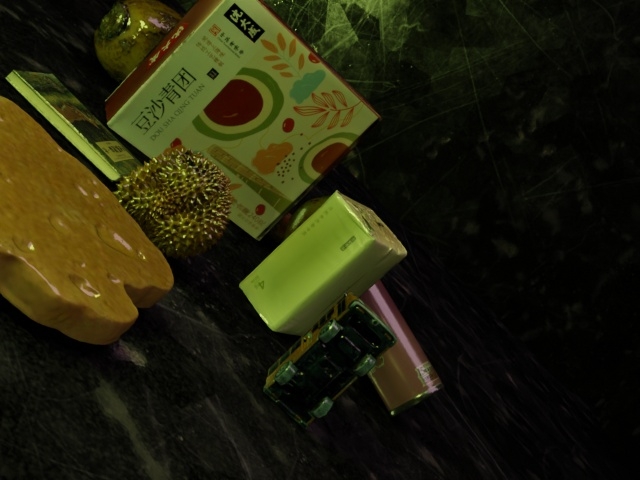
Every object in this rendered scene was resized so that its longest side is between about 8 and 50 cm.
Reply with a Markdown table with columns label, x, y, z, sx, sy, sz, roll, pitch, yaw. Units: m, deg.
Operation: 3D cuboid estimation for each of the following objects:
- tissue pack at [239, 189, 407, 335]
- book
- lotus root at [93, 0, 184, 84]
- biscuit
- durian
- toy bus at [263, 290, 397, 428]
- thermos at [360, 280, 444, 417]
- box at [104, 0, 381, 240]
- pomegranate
| label | x | y | z | sx | sy | sz | roll | pitch | yaw |
| --- | --- | --- | --- | --- | --- | --- | --- | --- | --- |
| tissue pack | 0.008 | 0.045 | 1.448 | 0.125 | 0.234 | 0.159 | 52 | 13 | 24 |
| book | -0.382 | -0.183 | 1.394 | 0.228 | 0.024 | 0.160 | 44 | 9 | -3 |
| lotus root | -0.326 | -0.384 | 1.856 | 0.397 | 0.196 | 0.179 | 24 | 35 | -61 |
| biscuit | -0.310 | -0.023 | 0.965 | 0.351 | 0.057 | 0.312 | 44 | 16 | -22 |
| durian | -0.204 | -0.050 | 1.259 | 0.158 | 0.168 | 0.137 | 60 | -10 | -14 |
| toy bus | 0.015 | 0.159 | 1.209 | 0.091 | 0.182 | 0.103 | 44 | 9 | -9 |
| thermos | 0.086 | 0.149 | 1.567 | 0.330 | 0.109 | 0.136 | 60 | -20 | 12 |
| box | -0.142 | -0.241 | 1.634 | 0.385 | 0.344 | 0.122 | 39 | 14 | -31 |
| pomegranate | 0.001 | -0.013 | 1.744 | 0.246 | 0.198 | 0.198 | 48 | 11 | 22 |
